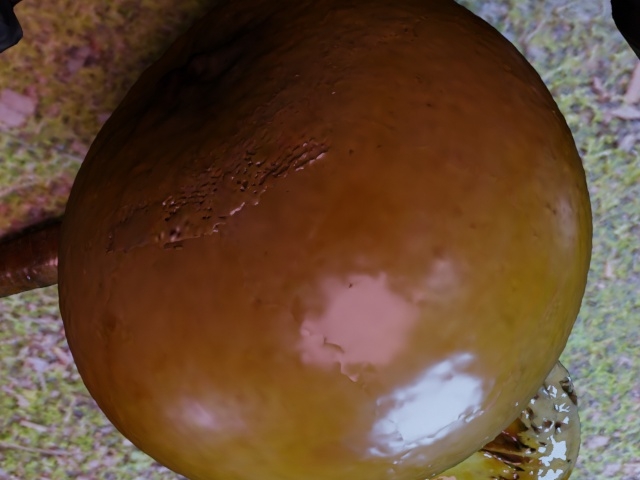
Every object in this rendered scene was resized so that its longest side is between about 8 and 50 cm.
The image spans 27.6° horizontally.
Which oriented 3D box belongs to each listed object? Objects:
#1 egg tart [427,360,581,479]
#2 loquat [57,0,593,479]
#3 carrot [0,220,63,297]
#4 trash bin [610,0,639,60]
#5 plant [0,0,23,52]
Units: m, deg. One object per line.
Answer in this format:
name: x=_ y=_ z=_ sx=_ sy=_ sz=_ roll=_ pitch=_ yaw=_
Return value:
egg tart: x=0.045 y=0.123 z=0.832 sx=0.252 sy=0.098 sz=0.232 roll=-39 pitch=128 yaw=22
loquat: x=0.000 y=0.000 z=0.633 sx=0.263 sy=0.263 sz=0.263 roll=-4 pitch=125 yaw=-6
carrot: x=-0.193 y=0.019 z=0.757 sx=0.165 sy=0.035 sz=0.035 roll=-16 pitch=126 yaw=5
trash bin: x=0.202 y=-0.186 z=0.574 sx=0.214 sy=0.214 sz=0.334 roll=-33 pitch=115 yaw=14
plant: x=-0.292 y=-0.129 z=0.524 sx=0.312 sy=0.215 sz=0.213 roll=-22 pitch=122 yaw=0
